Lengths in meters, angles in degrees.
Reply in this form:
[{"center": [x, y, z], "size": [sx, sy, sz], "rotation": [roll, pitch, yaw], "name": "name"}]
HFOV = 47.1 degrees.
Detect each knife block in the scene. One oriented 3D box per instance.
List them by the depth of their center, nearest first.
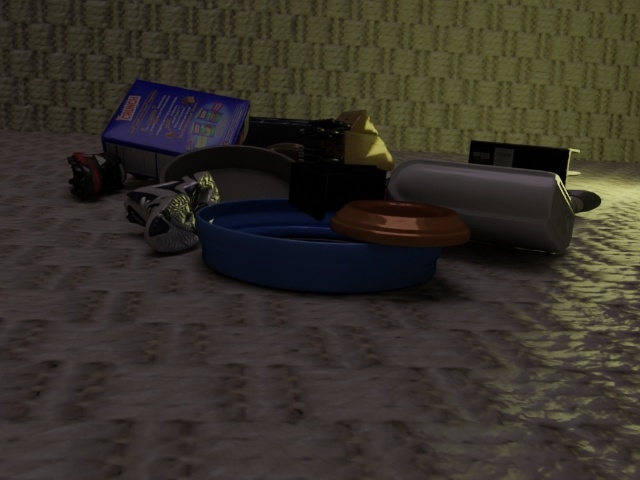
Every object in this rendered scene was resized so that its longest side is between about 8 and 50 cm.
[{"center": [0.062, -0.221, 1.953], "size": [0.088, 0.275, 0.242], "rotation": [4, 49, 43], "name": "knife block"}]

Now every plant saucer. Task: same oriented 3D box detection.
[{"center": [0.113, -0.029, 1.042], "size": [0.200, 0.037, 0.200], "rotation": [3, 12, -1], "name": "plant saucer"}]

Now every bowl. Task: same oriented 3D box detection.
[{"center": [0.000, 0.000, 1.151], "size": [0.391, 0.077, 0.391], "rotation": [4, 12, -1], "name": "bowl"}]

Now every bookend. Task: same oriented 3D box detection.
[{"center": [0.046, -0.080, 1.184], "size": [0.157, 0.072, 0.156], "rotation": [0, 13, -21], "name": "bookend"}]

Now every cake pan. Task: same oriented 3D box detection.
[{"center": [-0.171, -0.105, 1.463], "size": [0.293, 0.054, 0.293], "rotation": [4, 32, -2], "name": "cake pan"}]

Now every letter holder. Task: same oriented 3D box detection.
[{"center": [0.631, -0.218, 2.241], "size": [0.302, 0.152, 0.214], "rotation": [11, 12, 34], "name": "letter holder"}]

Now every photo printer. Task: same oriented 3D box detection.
[{"center": [0.282, -0.063, 1.325], "size": [0.307, 0.107, 0.256], "rotation": [10, -8, 27], "name": "photo printer"}]

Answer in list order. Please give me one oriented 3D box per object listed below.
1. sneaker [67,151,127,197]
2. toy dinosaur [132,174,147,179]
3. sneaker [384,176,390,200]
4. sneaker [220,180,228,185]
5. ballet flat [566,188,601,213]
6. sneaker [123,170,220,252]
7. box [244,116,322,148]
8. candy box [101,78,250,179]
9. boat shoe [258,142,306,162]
[{"center": [-0.518, -0.157, 1.714], "size": [0.135, 0.097, 0.276], "rotation": [-3, 11, -19], "name": "sneaker"}, {"center": [-0.398, -0.216, 2.052], "size": [0.268, 0.064, 0.118], "rotation": [-17, 13, 6], "name": "toy dinosaur"}, {"center": [0.199, -0.103, 1.743], "size": [0.125, 0.104, 0.262], "rotation": [-15, 10, -6], "name": "sneaker"}, {"center": [-0.186, -0.089, 1.544], "size": [0.188, 0.071, 0.066], "rotation": [4, 11, 4], "name": "sneaker"}, {"center": [0.595, -0.092, 1.857], "size": [0.213, 0.072, 0.068], "rotation": [7, 39, 22], "name": "ballet flat"}, {"center": [-0.279, -0.037, 1.249], "size": [0.153, 0.094, 0.235], "rotation": [-14, 29, 20], "name": "sneaker"}, {"center": [-0.089, -0.283, 2.271], "size": [0.343, 0.179, 0.312], "rotation": [3, 13, 0], "name": "box"}, {"center": [-0.366, -0.275, 1.902], "size": [0.317, 0.122, 0.268], "rotation": [13, 46, 1], "name": "candy box"}, {"center": [-0.168, -0.201, 2.026], "size": [0.324, 0.123, 0.116], "rotation": [-3, 14, 16], "name": "boat shoe"}]
